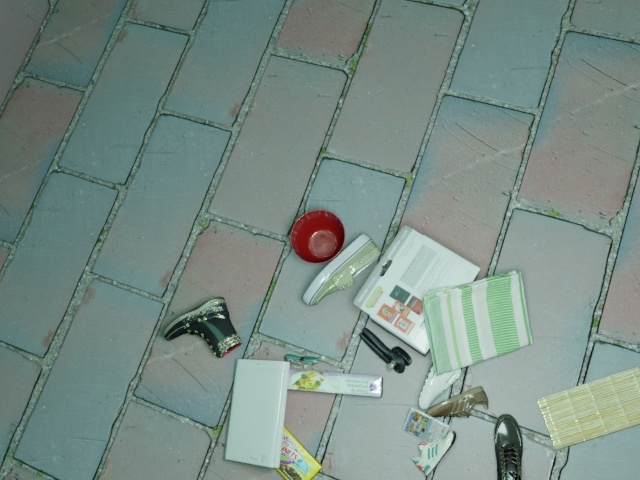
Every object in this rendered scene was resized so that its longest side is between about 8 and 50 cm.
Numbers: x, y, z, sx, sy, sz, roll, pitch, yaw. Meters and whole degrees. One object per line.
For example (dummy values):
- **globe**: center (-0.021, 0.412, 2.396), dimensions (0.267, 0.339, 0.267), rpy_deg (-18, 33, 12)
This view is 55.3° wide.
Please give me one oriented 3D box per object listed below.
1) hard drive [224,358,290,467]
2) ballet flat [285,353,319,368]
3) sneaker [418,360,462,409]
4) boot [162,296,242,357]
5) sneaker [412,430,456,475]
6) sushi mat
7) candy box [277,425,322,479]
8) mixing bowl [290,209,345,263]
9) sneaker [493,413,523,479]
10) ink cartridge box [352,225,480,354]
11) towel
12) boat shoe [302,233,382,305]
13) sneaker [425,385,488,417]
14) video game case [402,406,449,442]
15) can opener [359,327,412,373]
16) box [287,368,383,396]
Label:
- **hard drive**: center (-0.197, 0.528, 1.893), dimensions (0.202, 0.040, 0.308), rpy_deg (-6, 71, 36)
- **ballet flat**: center (-0.058, 0.388, 1.950), dimensions (0.114, 0.041, 0.041), rpy_deg (5, 75, 12)
- **sneaker**: center (0.369, 0.408, 1.837), dimensions (0.094, 0.090, 0.235), rpy_deg (27, 82, 7)
- **boot**: center (-0.386, 0.314, 2.005), dimensions (0.236, 0.085, 0.179), rpy_deg (-31, 74, 1)
- **sneaker**: center (0.329, 0.606, 1.782), dimensions (0.075, 0.057, 0.161), rpy_deg (37, 108, 22)
- **sushi mat**: center (0.801, 0.484, 1.764), dimensions (0.316, 0.019, 0.152), rpy_deg (-20, 71, 5)
- **candy box**: center (-0.101, 0.660, 1.883), dimensions (0.206, 0.027, 0.105), rpy_deg (42, 82, 18)
- **mixing bowl**: center (0.000, 0.000, 2.011), dimensions (0.181, 0.098, 0.182), rpy_deg (-3, 73, 11)
- **sneaker**: center (0.539, 0.605, 1.727), dimensions (0.083, 0.118, 0.222), rpy_deg (-2, 74, 10)
- **ink cartridge box**: center (0.294, 0.153, 1.894), dimensions (0.271, 0.130, 0.310), rpy_deg (33, 83, 16)
- **towel**: center (0.466, 0.237, 1.800), dimensions (0.324, 0.038, 0.248), rpy_deg (-13, 96, -15)
- **boat shoe**: center (0.071, 0.107, 1.965), dimensions (0.094, 0.109, 0.302), rpy_deg (43, 84, 15)
- **sneaker**: center (0.407, 0.498, 1.810), dimensions (0.188, 0.066, 0.071), rpy_deg (-25, 72, 4)
- **video game case**: center (0.313, 0.557, 1.817), dimensions (0.121, 0.011, 0.087), rpy_deg (24, 115, 16)
- **can opener**: center (0.195, 0.344, 1.908), dimensions (0.186, 0.073, 0.059), rpy_deg (35, 122, 21)
- **box**: center (0.032, 0.443, 1.898), dimensions (0.323, 0.067, 0.063), rpy_deg (2, 76, 11)
